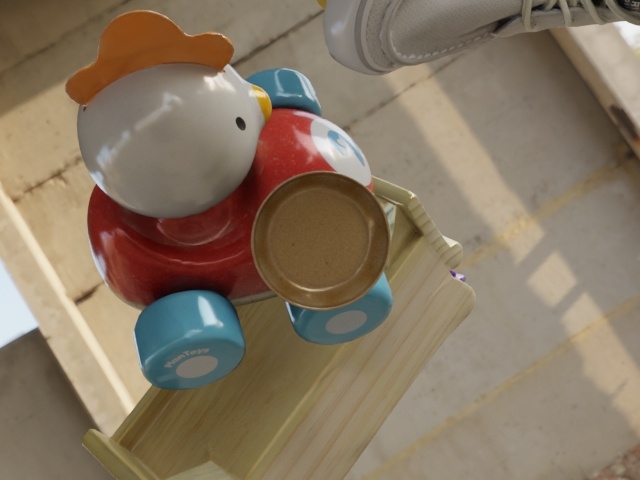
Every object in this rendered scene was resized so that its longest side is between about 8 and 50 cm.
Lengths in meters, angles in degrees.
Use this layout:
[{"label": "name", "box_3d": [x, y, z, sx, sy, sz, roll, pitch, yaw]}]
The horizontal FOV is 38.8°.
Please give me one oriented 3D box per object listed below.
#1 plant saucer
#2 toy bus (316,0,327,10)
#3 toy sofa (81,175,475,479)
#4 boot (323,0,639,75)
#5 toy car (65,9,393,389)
[{"label": "plant saucer", "box_3d": [0.000, 0.000, 0.546, 0.083, 0.083, 0.015, -33, 6, -3]}, {"label": "toy bus", "box_3d": [0.091, -0.296, 0.705, 0.220, 0.149, 0.211, -17, -39, -13]}, {"label": "toy sofa", "box_3d": [-0.028, 0.114, 0.851, 0.362, 0.150, 0.177, -53, -44, -11]}, {"label": "boot", "box_3d": [0.130, -0.153, 0.490, 0.258, 0.123, 0.095, -38, -39, -24]}, {"label": "toy car", "box_3d": [-0.071, -0.060, 0.603, 0.210, 0.219, 0.238, -16, -33, -4]}]
